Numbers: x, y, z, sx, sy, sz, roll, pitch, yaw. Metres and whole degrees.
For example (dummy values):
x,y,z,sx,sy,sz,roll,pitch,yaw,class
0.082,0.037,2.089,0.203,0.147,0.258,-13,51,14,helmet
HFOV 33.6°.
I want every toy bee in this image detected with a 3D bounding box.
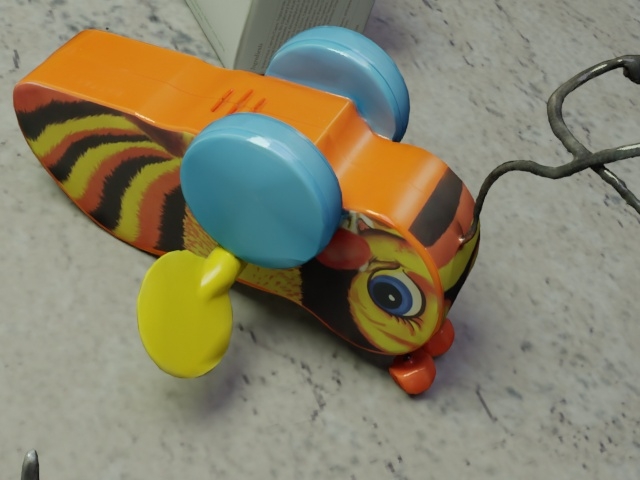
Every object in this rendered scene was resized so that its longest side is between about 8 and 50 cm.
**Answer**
x,y,z,sx,sy,sz,roll,pitch,yaw,class
0.000,0.000,0.477,0.195,0.162,0.298,-34,42,-28,toy bee

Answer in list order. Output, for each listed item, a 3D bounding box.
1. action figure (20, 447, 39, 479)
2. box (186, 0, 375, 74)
x,y,z,sx,sy,sz,roll,pitch,yaw,class
-0.054,0.199,0.275,0.164,0.141,0.276,-17,77,-21,action figure
-0.025,-0.167,0.620,0.087,0.102,0.101,-12,56,-29,box
